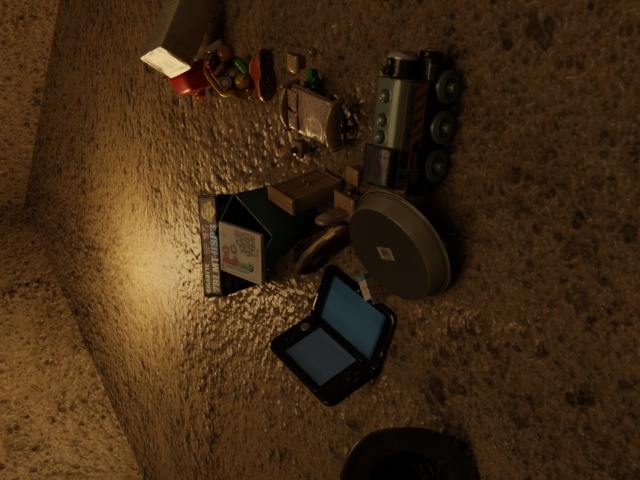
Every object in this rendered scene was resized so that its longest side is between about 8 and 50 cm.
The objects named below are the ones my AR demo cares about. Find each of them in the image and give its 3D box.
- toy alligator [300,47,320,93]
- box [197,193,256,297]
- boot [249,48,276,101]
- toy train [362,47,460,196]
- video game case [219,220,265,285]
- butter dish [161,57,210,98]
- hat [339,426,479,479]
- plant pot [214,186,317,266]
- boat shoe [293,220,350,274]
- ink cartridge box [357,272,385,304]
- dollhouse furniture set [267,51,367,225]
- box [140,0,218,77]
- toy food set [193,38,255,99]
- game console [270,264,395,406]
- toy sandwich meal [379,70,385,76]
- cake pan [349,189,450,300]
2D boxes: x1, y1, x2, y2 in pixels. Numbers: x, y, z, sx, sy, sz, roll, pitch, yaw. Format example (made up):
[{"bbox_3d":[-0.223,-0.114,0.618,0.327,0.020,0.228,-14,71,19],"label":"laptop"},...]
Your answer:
[{"bbox_3d":[-0.021,-0.422,1.892,0.051,0.056,0.189,33,120,43],"label":"toy alligator"},{"bbox_3d":[-0.268,0.006,2.094,0.073,0.293,0.295,-3,94,18],"label":"box"},{"bbox_3d":[-0.176,-0.480,2.081,0.084,0.059,0.158,-17,74,54],"label":"boot"},{"bbox_3d":[0.196,-0.256,1.543,0.142,0.190,0.334,24,114,46],"label":"toy train"},{"bbox_3d":[-0.210,0.033,1.861,0.157,0.019,0.143,18,118,36],"label":"video game case"},{"bbox_3d":[-0.418,-0.529,2.320,0.160,0.160,0.118,8,125,51],"label":"butter dish"},{"bbox_3d":[0.209,0.562,1.665,0.134,0.331,0.331,-82,-5,-78],"label":"hat"},{"bbox_3d":[-0.135,-0.049,1.939,0.165,0.234,0.165,47,132,17],"label":"plant pot"},{"bbox_3d":[-0.007,0.000,1.916,0.257,0.095,0.095,-42,58,46],"label":"boat shoe"},{"bbox_3d":[0.131,0.126,1.797,0.028,0.048,0.083,-34,69,48],"label":"ink cartridge box"},{"bbox_3d":[-0.033,-0.255,1.770,0.303,0.174,0.355,34,137,42],"label":"dollhouse furniture set"},{"bbox_3d":[-0.436,-0.688,2.206,0.148,0.121,0.311,-4,63,50],"label":"box"},{"bbox_3d":[-0.285,-0.527,2.114,0.218,0.128,0.071,51,157,11],"label":"toy food set"},{"bbox_3d":[0.023,0.247,1.863,0.293,0.250,0.173,37,150,42],"label":"game console"},{"bbox_3d":[0.171,-0.374,1.683,0.085,0.029,0.085,11,104,50],"label":"toy sandwich meal"},{"bbox_3d":[0.172,0.021,1.627,0.293,0.054,0.293,39,150,28],"label":"cake pan"}]
